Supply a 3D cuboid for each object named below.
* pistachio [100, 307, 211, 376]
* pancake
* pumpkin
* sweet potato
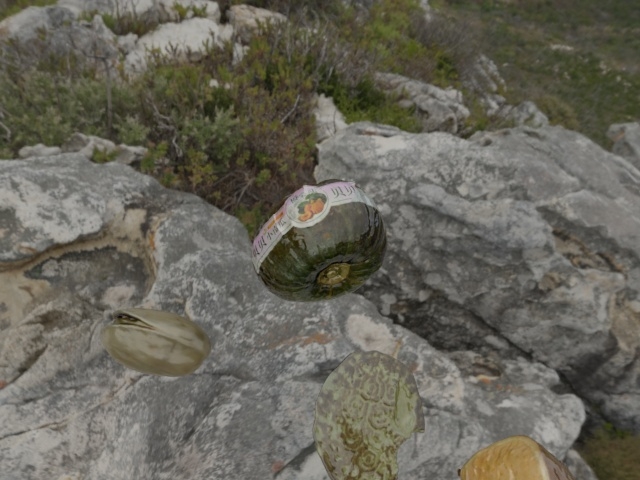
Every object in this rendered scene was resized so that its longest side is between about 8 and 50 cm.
[{"bbox_3d":[-0.356,0.218,0.917,0.238,0.153,0.137,12,46,6],"label":"pistachio"},{"bbox_3d":[0.087,0.302,0.721,0.235,0.029,0.211,-36,91,-32],"label":"pancake"},{"bbox_3d":[-0.001,-0.003,0.803,0.261,0.260,0.189,-3,49,-25],"label":"pumpkin"},{"bbox_3d":[0.321,0.382,0.525,0.337,0.131,0.131,44,51,-14],"label":"sweet potato"}]
